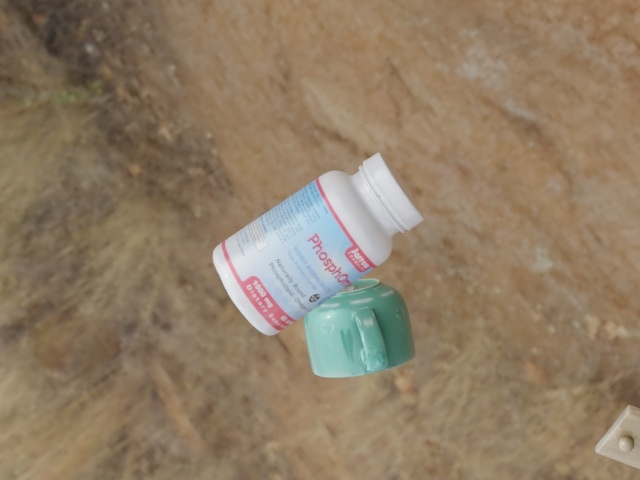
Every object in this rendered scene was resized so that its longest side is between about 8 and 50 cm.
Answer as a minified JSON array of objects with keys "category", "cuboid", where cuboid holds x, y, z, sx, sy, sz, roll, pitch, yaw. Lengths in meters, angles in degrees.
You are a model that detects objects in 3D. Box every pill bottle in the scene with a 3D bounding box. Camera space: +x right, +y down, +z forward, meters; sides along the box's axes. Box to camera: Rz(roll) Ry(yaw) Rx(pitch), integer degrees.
[{"category":"pill bottle","cuboid":[0.000,0.000,1.137,0.087,0.160,0.087,54,-171,-12]}]

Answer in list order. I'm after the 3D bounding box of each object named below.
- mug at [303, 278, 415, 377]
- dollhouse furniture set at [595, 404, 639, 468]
[{"category":"mug","cuboid":[0.053,0.101,1.700,0.157,0.129,0.097,-2,101,49]},{"category":"dollhouse furniture set","cuboid":[0.287,0.186,1.030,0.123,0.151,0.144,21,131,-6]}]
